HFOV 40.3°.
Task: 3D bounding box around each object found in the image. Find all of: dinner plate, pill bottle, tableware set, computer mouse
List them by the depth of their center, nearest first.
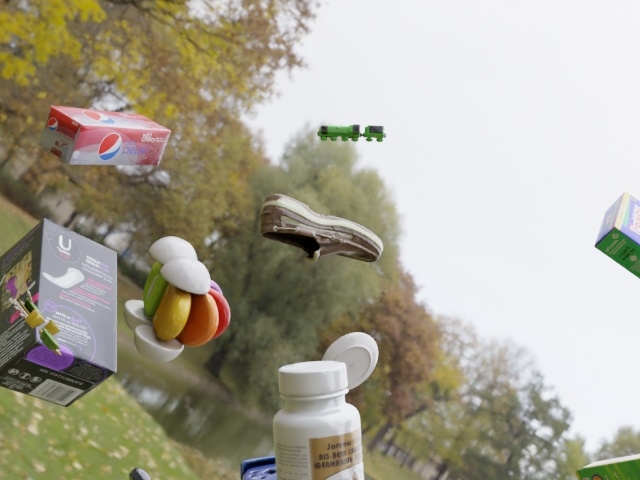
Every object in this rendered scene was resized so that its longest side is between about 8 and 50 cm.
[{"bbox_3d":[-0.390,0.116,1.227,0.104,0.024,0.154,52,-14,-2],"label":"tableware set"},{"bbox_3d":[-0.004,0.300,1.294,0.131,0.229,0.131,-4,0,0],"label":"pill bottle"},{"bbox_3d":[0.064,0.260,1.843,0.141,0.141,0.017,40,0,-35],"label":"dinner plate"},{"bbox_3d":[-0.385,0.614,1.969,0.071,0.041,0.242,26,-50,52],"label":"computer mouse"}]

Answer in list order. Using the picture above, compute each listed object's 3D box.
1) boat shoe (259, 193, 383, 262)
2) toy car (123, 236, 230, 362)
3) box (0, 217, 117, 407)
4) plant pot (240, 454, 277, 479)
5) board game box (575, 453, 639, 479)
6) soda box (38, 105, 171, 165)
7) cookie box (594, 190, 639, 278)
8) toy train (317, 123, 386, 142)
[{"bbox_3d":[-0.003,0.003,1.707,0.258,0.095,0.095,21,-28,-12],"label":"boat shoe"},{"bbox_3d":[-0.205,0.094,1.314,0.136,0.159,0.182,18,14,-30],"label":"toy car"},{"bbox_3d":[-0.461,0.125,1.517,0.165,0.143,0.270,32,34,-39],"label":"box"},{"bbox_3d":[-0.079,0.640,2.101,0.236,0.235,0.212,-5,15,-14],"label":"plant pot"},{"bbox_3d":[0.473,0.369,1.248,0.259,0.039,0.124,-42,-113,59],"label":"board game box"},{"bbox_3d":[-0.417,-0.202,1.712,0.092,0.083,0.263,30,17,23],"label":"soda box"},{"bbox_3d":[0.375,0.005,0.998,0.107,0.092,0.040,35,-50,3],"label":"cookie box"},{"bbox_3d":[0.037,-0.128,1.035,0.083,0.017,0.023,2,-22,4],"label":"toy train"}]
